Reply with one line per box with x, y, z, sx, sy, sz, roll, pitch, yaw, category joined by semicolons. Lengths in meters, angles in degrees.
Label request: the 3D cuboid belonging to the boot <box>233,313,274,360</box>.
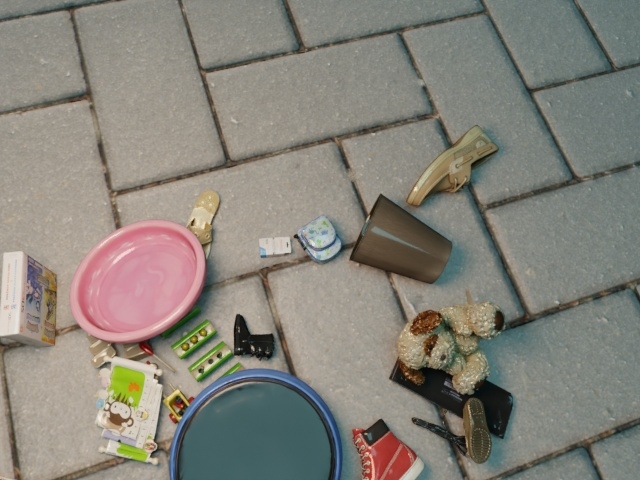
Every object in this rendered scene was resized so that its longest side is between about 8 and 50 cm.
-0.169;0.244;1.261;0.099;0.045;0.121;6;50;-17;boot

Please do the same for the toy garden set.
-0.325;0.296;1.199;0.204;0.049;0.244;-37;91;-16;toy garden set

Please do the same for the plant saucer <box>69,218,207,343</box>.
-0.432;0.103;1.214;0.332;0.084;0.332;-5;55;7;plant saucer

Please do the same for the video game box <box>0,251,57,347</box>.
-0.678;0.144;1.163;0.048;0.205;0.187;-3;72;-8;video game box

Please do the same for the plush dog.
0.290;0.238;1.219;0.225;0.262;0.210;-7;30;-24;plush dog

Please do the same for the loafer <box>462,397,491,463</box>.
0.375;0.459;1.200;0.056;0.050;0.148;7;63;-3;loafer

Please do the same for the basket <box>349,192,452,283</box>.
0.221;0.010;1.328;0.227;0.154;0.204;25;72;-1;basket

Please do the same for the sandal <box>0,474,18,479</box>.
-0.720;0.562;1.083;0.265;0.076;0.102;6;70;-3;sandal

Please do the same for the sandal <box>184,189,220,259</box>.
-0.327;-0.035;1.323;0.088;0.079;0.240;13;70;-1;sandal

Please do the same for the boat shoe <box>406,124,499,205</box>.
0.384;-0.200;1.426;0.341;0.121;0.110;-42;79;-18;boat shoe

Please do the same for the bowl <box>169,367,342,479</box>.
-0.143;0.486;1.111;0.391;0.077;0.391;1;74;-4;bowl

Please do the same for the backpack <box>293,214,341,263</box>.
0.000;0.000;1.341;0.105;0.084;0.114;-31;79;-12;backpack

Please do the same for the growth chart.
-0.449;0.393;1.162;0.172;0.021;0.237;3;87;7;growth chart

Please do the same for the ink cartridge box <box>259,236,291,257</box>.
-0.123;0.018;1.351;0.083;0.028;0.048;-4;72;-7;ink cartridge box

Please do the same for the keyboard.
0.322;0.411;1.259;0.317;0.033;0.201;27;64;5;keyboard

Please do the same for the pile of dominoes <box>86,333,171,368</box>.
-0.498;0.184;1.268;0.196;0.040;0.251;-19;66;-11;pile of dominoes

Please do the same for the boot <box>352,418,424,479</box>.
0.103;0.548;1.164;0.176;0.088;0.244;44;65;10;boot
